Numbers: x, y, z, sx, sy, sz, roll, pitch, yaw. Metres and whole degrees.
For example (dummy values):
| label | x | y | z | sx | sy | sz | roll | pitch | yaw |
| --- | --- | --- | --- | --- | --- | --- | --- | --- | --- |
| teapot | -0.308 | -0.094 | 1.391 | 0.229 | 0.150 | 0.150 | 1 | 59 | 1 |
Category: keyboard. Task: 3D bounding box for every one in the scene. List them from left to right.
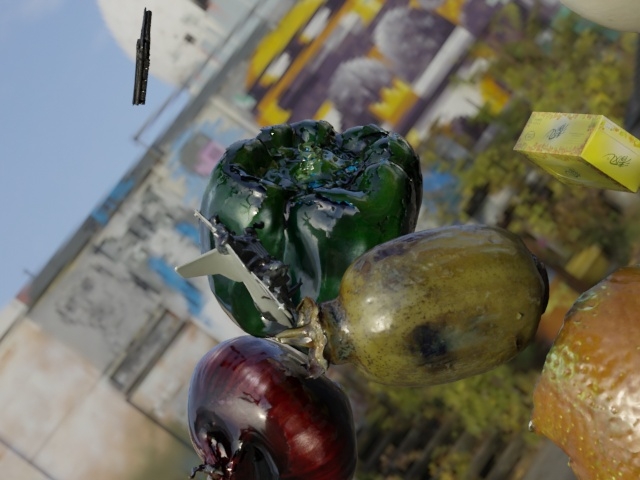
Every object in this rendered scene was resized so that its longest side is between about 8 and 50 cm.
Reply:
| label | x | y | z | sx | sy | sz | roll | pitch | yaw |
| --- | --- | --- | --- | --- | --- | --- | --- | --- | --- |
| keyboard | -0.268 | -0.276 | 2.143 | 0.231 | 0.023 | 0.072 | 119 | 159 | -72 |

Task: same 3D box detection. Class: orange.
| label | x | y | z | sx | sy | sz | roll | pitch | yaw |
| --- | --- | --- | --- | --- | --- | --- | --- | --- | --- |
| orange | 0.393 | 0.182 | 1.511 | 0.262 | 0.335 | 0.196 | -25 | -1 | -33 |

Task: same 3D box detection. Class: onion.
| label | x | y | z | sx | sy | sz | roll | pitch | yaw |
| --- | --- | --- | --- | --- | --- | --- | --- | --- | --- |
| onion | -0.090 | 0.274 | 1.925 | 0.285 | 0.273 | 0.273 | -39 | -13 | -36 |

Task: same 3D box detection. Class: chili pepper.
| label | x | y | z | sx | sy | sz | roll | pitch | yaw |
| --- | --- | --- | --- | --- | --- | --- | --- | --- | --- |
| chili pepper | 0.000 | 0.000 | 1.640 | 0.233 | 0.248 | 0.257 | -34 | -43 | -49 |

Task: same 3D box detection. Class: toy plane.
| label | x | y | z | sx | sy | sz | roll | pitch | yaw |
| --- | --- | --- | --- | --- | --- | --- | --- | --- | --- |
| toy plane | -0.061 | 0.033 | 1.438 | 0.082 | 0.160 | 0.234 | -48 | -32 | 6 |

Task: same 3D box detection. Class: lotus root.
| label | x | y | z | sx | sy | sz | roll | pitch | yaw |
| --- | --- | --- | --- | --- | --- | --- | --- | --- | --- |
| lotus root | 0.089 | 0.069 | 1.363 | 0.278 | 0.154 | 0.154 | -11 | -16 | -11 |

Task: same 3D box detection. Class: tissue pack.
| label | x | y | z | sx | sy | sz | roll | pitch | yaw |
| --- | --- | --- | --- | --- | --- | --- | --- | --- | --- |
| tissue pack | 0.328 | -0.111 | 1.760 | 0.062 | 0.095 | 0.176 | -60 | 21 | -3 |

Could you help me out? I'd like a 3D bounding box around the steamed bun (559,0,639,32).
| label | x | y | z | sx | sy | sz | roll | pitch | yaw |
| --- | --- | --- | --- | --- | --- | --- | --- | --- | --- |
| steamed bun | 0.450 | -0.441 | 1.903 | 0.373 | 0.334 | 0.334 | 7 | -52 | -39 |
